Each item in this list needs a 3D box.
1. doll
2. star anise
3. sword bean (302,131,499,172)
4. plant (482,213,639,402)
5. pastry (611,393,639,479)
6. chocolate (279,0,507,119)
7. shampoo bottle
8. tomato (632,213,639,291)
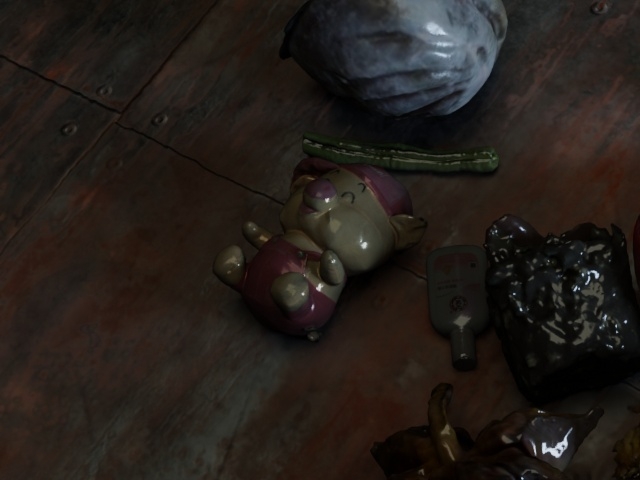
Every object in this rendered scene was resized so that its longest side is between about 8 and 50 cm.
[{"bbox_3d":[0.000,-0.002,1.998,0.196,0.152,0.256,40,68,15],"label":"doll"},{"bbox_3d":[0.156,0.253,1.730,0.292,0.109,0.349,0,30,29],"label":"star anise"},{"bbox_3d":[0.107,-0.116,2.113,0.269,0.038,0.043,5,85,14],"label":"sword bean"},{"bbox_3d":[0.288,0.070,1.876,0.178,0.204,0.234,-15,65,7],"label":"plant"},{"bbox_3d":[0.445,0.218,1.723,0.275,0.275,0.193,-5,42,8],"label":"pastry"},{"bbox_3d":[0.126,-0.266,2.085,0.303,0.303,0.213,-35,76,-11],"label":"chocolate"},{"bbox_3d":[0.176,0.083,1.973,0.080,0.040,0.165,-5,57,7],"label":"shampoo bottle"},{"bbox_3d":[0.531,0.053,1.846,0.335,0.176,0.289,-8,34,-13],"label":"tomato"}]
